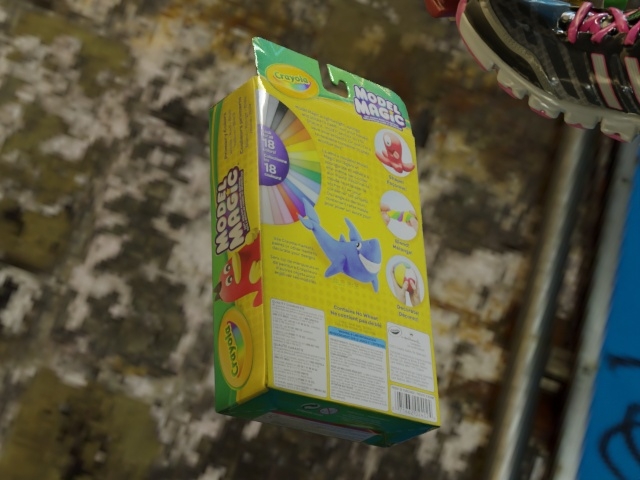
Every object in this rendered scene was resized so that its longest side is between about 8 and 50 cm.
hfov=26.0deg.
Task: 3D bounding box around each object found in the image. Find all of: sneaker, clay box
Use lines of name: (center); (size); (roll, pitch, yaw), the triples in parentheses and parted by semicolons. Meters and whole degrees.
sneaker: (0.142, -0.080, 0.587); (0.063, 0.170, 0.074); (-51, 165, -49)
clay box: (0.000, 0.000, 0.807); (0.053, 0.127, 0.222); (-31, -127, 42)

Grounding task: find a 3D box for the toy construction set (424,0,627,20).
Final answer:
toy construction set: (0.217, -0.215, 1.010); (0.257, 0.309, 0.237); (-57, -138, 17)
